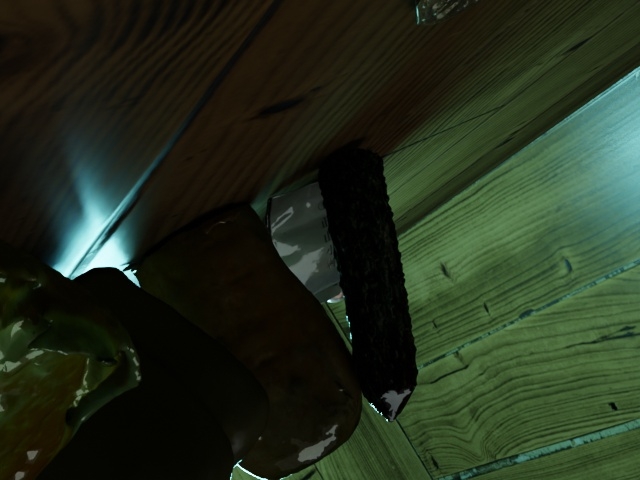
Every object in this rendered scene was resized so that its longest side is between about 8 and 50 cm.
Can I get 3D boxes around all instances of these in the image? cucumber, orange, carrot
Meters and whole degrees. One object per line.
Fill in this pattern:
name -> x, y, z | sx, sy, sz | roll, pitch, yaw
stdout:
cucumber -> 0.066, 0.058, 1.088 | 0.096, 0.359, 0.096 | -8, 161, -3
orange -> -0.267, 0.099, 0.490 | 0.262, 0.196, 0.334 | -39, 151, 12
carrot -> -0.091, 0.141, 1.100 | 0.224, 0.340, 0.224 | -31, 178, -1

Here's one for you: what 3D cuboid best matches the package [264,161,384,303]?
package -> 0.000, 0.000, 1.268 | 0.204, 0.062, 0.250 | -22, 136, -27

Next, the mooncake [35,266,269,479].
mooncake -> -0.279, 0.260, 0.844 | 0.467, 0.262, 0.467 | -47, -177, 3

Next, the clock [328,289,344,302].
clock -> -0.036, 0.029, 1.444 | 0.241, 0.142, 0.227 | -15, 155, -36

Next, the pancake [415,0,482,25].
pancake -> 0.133, -0.227, 0.696 | 0.139, 0.022, 0.139 | -32, 174, -4
